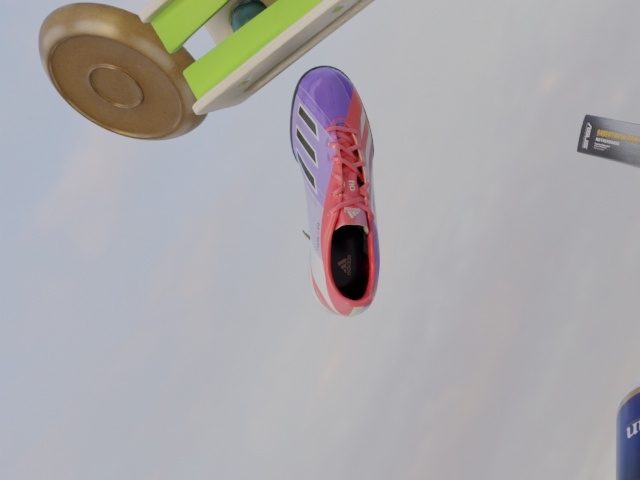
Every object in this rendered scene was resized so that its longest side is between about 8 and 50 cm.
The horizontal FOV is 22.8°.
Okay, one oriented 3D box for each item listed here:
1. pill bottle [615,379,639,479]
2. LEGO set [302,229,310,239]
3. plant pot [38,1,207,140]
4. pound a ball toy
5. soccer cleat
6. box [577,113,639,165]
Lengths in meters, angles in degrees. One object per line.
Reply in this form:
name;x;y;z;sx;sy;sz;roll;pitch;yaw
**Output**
pill bottle;0.277;0.192;1.238;0.169;0.094;0.094;-78;-3;-49
LEGO set;0.003;0.001;2.315;0.023;0.054;0.083;-72;-30;-50
plant pot;-0.253;-0.202;1.996;0.236;0.236;0.032;89;-159;-53
pound a ball toy;-0.041;-0.296;1.575;0.319;0.208;0.136;-34;-6;38
soccer cleat;0.028;-0.063;1.988;0.116;0.108;0.318;-176;82;-77
box;0.487;-0.111;2.116;0.231;0.183;0.056;10;-85;-36
